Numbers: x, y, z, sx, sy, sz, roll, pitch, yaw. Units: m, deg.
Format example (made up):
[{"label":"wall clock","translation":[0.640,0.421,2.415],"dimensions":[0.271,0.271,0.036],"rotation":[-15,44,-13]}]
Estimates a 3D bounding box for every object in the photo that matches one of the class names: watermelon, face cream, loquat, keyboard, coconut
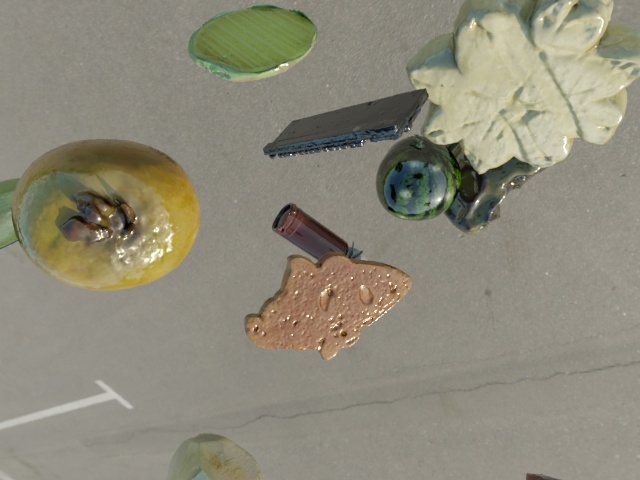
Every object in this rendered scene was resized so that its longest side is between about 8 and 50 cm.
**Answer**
[{"label":"watermelon","translation":[0.297,-0.186,1.261],"dimensions":[0.269,0.269,0.269],"rotation":[10,129,12]},{"label":"face cream","translation":[0.107,0.084,1.422],"dimensions":[0.117,0.117,0.104],"rotation":[0,150,19]},{"label":"loquat","translation":[-0.188,-0.024,0.376],"dimensions":[0.163,0.163,0.137],"rotation":[21,98,3]},{"label":"keyboard","translation":[0.014,-0.109,0.403],"dimensions":[0.195,0.060,0.018],"rotation":[8,144,50]},{"label":"coconut","translation":[-0.253,0.563,0.935],"dimensions":[0.237,0.237,0.197],"rotation":[40,107,-13]}]

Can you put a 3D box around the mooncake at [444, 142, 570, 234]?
[{"label":"mooncake","translation":[0.589,-0.215,1.384],"dimensions":[0.393,0.246,0.394],"rotation":[14,112,41]}]

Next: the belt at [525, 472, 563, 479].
[{"label":"belt","translation":[0.614,0.673,1.026],"dimensions":[0.201,0.124,0.128],"rotation":[-1,157,42]}]

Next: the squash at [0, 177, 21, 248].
[{"label":"squash","translation":[-0.474,-0.018,0.556],"dimensions":[0.094,0.341,0.094],"rotation":[45,152,32]}]

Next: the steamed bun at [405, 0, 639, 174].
[{"label":"steamed bun","translation":[0.275,-0.234,0.594],"dimensions":[0.292,0.137,0.295],"rotation":[14,152,18]}]

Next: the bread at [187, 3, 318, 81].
[{"label":"bread","translation":[-0.153,-0.462,0.953],"dimensions":[0.301,0.301,0.045],"rotation":[11,147,11]}]

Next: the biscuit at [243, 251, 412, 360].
[{"label":"biscuit","translation":[0.017,0.095,0.646],"dimensions":[0.280,0.043,0.183],"rotation":[-18,110,-19]}]

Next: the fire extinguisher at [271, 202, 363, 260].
[{"label":"fire extinguisher","translation":[0.000,0.000,1.160],"dimensions":[0.269,0.104,0.105],"rotation":[34,131,-22]}]
